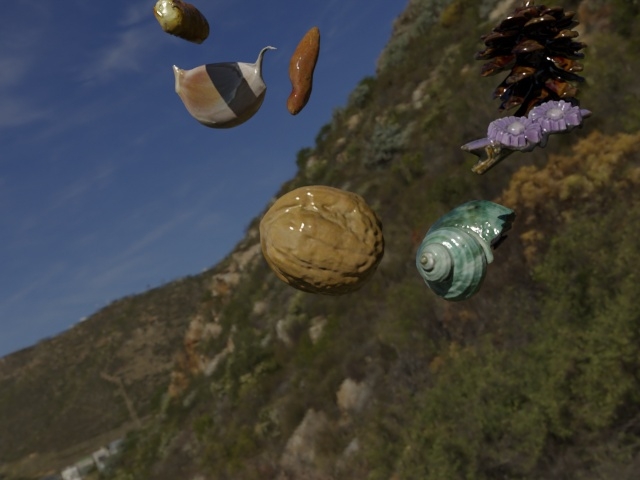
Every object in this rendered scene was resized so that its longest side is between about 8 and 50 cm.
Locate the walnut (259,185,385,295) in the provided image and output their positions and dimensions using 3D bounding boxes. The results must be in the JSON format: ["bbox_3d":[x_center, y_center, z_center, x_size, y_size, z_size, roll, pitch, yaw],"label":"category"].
[{"bbox_3d":[0.000,0.000,1.745,0.257,0.257,0.224,-24,26,12],"label":"walnut"}]

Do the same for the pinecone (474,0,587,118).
[{"bbox_3d":[0.468,-0.382,1.884,0.244,0.309,0.244,-14,0,0],"label":"pinecone"}]

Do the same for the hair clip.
[{"bbox_3d":[0.406,-0.207,1.639,0.292,0.084,0.106,-24,35,-17],"label":"hair clip"}]

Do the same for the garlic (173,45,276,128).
[{"bbox_3d":[-0.188,-0.326,1.884,0.266,0.128,0.148,-13,-39,20],"label":"garlic"}]

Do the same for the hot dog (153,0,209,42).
[{"bbox_3d":[-0.273,-0.440,1.712,0.068,0.083,0.289,-46,5,7],"label":"hot dog"}]

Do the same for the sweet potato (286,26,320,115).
[{"bbox_3d":[-0.037,-0.345,1.731,0.058,0.202,0.055,14,-10,-9],"label":"sweet potato"}]

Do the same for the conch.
[{"bbox_3d":[0.298,0.024,1.826,0.277,0.195,0.220,-11,-21,-42],"label":"conch"}]
